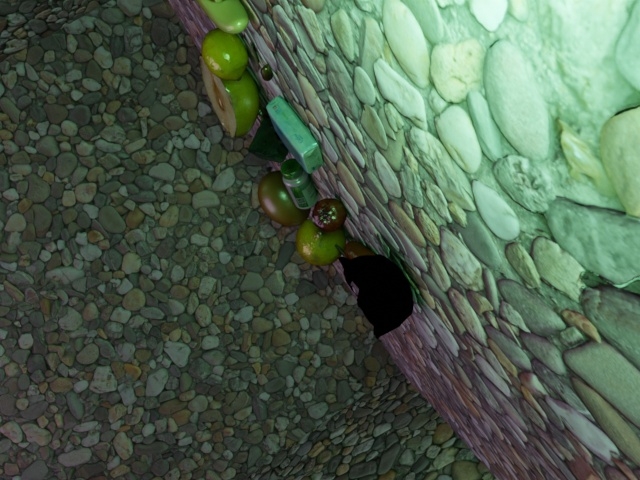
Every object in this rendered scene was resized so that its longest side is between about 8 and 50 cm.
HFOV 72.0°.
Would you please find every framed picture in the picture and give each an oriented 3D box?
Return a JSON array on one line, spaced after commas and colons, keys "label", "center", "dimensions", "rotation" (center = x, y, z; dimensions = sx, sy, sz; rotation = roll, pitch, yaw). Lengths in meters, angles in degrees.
[{"label": "framed picture", "center": [0.217, 0.171, 2.087], "dimensions": [0.347, 0.016, 0.265], "rotation": [44, -176, -36]}]

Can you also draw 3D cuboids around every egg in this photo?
[{"label": "egg", "center": [-0.206, -0.241, 2.550], "dimensions": [0.351, 0.282, 0.282], "rotation": [56, 176, -13]}]

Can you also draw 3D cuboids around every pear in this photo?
[{"label": "pear", "center": [-0.401, -0.696, 2.056], "dimensions": [0.340, 0.191, 0.387], "rotation": [42, 152, 42]}]

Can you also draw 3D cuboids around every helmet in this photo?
[{"label": "helmet", "center": [0.211, 0.169, 1.549], "dimensions": [0.271, 0.197, 0.338], "rotation": [-116, 2, -63]}]

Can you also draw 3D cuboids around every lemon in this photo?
[{"label": "lemon", "center": [-0.377, -0.739, 1.747], "dimensions": [0.180, 0.180, 0.193], "rotation": [99, 160, -83]}, {"label": "lemon", "center": [0.000, 0.000, 2.204], "dimensions": [0.258, 0.258, 0.310], "rotation": [57, 177, 7]}]

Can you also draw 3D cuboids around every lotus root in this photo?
[{"label": "lotus root", "center": [-0.193, -0.599, 1.586], "dimensions": [0.030, 0.037, 0.083], "rotation": [53, 174, 7]}]

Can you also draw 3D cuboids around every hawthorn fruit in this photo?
[{"label": "hawthorn fruit", "center": [0.046, -0.110, 1.868], "dimensions": [0.148, 0.148, 0.172], "rotation": [56, -158, 10]}]

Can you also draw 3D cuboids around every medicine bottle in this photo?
[{"label": "medicine bottle", "center": [-0.109, -0.284, 2.204], "dimensions": [0.133, 0.133, 0.274], "rotation": [54, 175, 35]}]

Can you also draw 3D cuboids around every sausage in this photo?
[{"label": "sausage", "center": [0.175, 0.071, 1.861], "dimensions": [0.102, 0.102, 0.330], "rotation": [59, 176, -20]}]

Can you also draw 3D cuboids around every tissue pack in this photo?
[{"label": "tissue pack", "center": [-0.097, -0.393, 1.657], "dimensions": [0.263, 0.089, 0.177], "rotation": [57, 177, 17]}]

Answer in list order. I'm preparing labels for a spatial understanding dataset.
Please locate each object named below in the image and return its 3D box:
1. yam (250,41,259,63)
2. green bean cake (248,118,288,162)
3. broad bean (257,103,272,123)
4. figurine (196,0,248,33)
[{"label": "yam", "center": [-0.240, -0.690, 1.618], "dimensions": [0.014, 0.014, 0.107], "rotation": [56, 175, 18]}, {"label": "green bean cake", "center": [-0.230, -0.486, 2.161], "dimensions": [0.208, 0.193, 0.107], "rotation": [21, 171, 41]}, {"label": "broad bean", "center": [-0.324, -0.680, 2.220], "dimensions": [0.339, 0.061, 0.077], "rotation": [59, -174, -21]}, {"label": "figurine", "center": [-0.333, -0.786, 1.346], "dimensions": [0.325, 0.124, 0.222], "rotation": [54, 172, 0]}]
